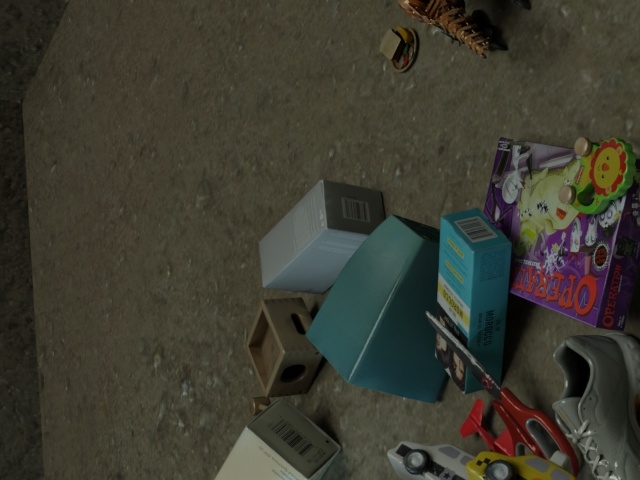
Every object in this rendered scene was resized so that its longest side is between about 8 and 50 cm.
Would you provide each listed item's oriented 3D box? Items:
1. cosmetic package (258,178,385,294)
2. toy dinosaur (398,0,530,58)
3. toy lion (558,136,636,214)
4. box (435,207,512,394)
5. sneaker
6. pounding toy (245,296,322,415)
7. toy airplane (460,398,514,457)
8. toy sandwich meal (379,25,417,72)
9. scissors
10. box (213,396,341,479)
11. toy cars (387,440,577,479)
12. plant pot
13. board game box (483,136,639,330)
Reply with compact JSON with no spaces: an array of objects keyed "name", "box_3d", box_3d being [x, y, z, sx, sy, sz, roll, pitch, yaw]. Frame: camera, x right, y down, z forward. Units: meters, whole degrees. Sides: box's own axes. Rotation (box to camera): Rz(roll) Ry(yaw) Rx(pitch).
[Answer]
[{"name":"cosmetic package","box_3d":[0.000,0.000,2.096,0.238,0.127,0.107,-38,51,49]},{"name":"toy dinosaur","box_3d":[0.177,-0.363,1.782,0.164,0.218,0.322,-42,47,48]},{"name":"toy lion","box_3d":[0.333,-0.076,1.432,0.096,0.034,0.100,44,123,57]},{"name":"box","box_3d":[0.208,0.085,1.671,0.100,0.060,0.244,-126,29,-52]},{"name":"sneaker","box_3d":[0.330,0.235,1.439,0.099,0.121,0.262,-38,51,51]},{"name":"pounding toy","box_3d":[-0.063,0.239,2.185,0.181,0.094,0.206,64,145,39]},{"name":"toy airplane","box_3d":[0.240,0.281,1.684,0.151,0.028,0.151,-23,64,58]},{"name":"toy sandwich meal","box_3d":[0.133,-0.326,2.045,0.085,0.029,0.085,-25,61,57]},{"name":"scissors","box_3d":[0.241,0.197,1.605,0.297,0.021,0.109,60,146,16]},{"name":"box","box_3d":[-0.108,0.440,2.112,0.148,0.121,0.311,37,124,13]},{"name":"toy cars","box_3d":[0.234,0.313,1.559,0.087,0.176,0.394,-51,15,-20]},{"name":"plant pot","box_3d":[0.123,0.094,1.824,0.234,0.166,0.165,-65,32,12]},{"name":"board game box","box_3d":[0.308,-0.020,1.577,0.347,0.056,0.208,-156,73,-69]}]
